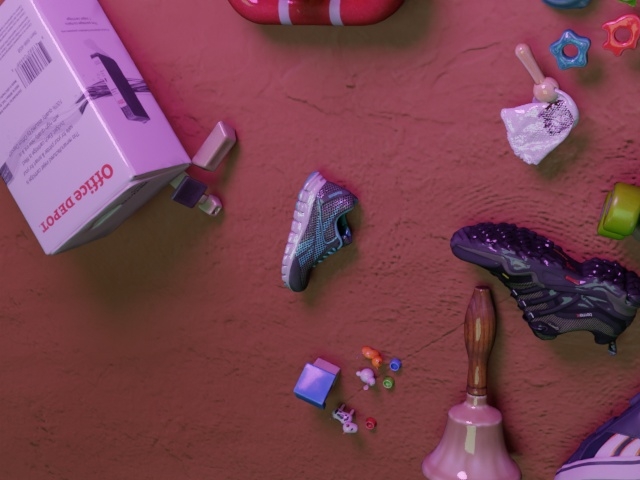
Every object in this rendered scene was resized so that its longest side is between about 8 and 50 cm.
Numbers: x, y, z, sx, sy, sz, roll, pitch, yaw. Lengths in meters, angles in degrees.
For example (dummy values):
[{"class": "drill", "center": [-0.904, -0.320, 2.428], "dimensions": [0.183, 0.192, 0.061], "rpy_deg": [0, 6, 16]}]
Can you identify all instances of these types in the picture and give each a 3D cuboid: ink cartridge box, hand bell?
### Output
[{"class": "ink cartridge box", "center": [-0.312, -0.148, 1.203], "dimensions": [0.197, 0.114, 0.272], "rpy_deg": [-35, 83, 34]}, {"class": "hand bell", "center": [0.194, 0.174, 1.202], "dimensions": [0.126, 0.126, 0.242], "rpy_deg": [7, 103, 20]}]

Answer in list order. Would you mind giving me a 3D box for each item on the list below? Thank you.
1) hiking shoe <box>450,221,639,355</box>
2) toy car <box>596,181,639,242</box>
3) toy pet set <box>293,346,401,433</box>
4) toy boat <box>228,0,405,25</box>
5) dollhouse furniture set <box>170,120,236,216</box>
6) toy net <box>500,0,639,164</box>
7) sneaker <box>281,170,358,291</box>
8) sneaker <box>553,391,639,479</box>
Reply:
[{"class": "hiking shoe", "center": [0.247, 0.060, 1.116], "dimensions": [0.227, 0.086, 0.114], "rpy_deg": [22, 117, 12]}, {"class": "toy car", "center": [0.386, -0.078, 0.992], "dimensions": [0.155, 0.149, 0.188], "rpy_deg": [16, 90, 12]}, {"class": "toy pet set", "center": [0.029, 0.199, 1.288], "dimensions": [0.114, 0.065, 0.122], "rpy_deg": [24, 120, 11]}, {"class": "toy boat", "center": [-0.018, -0.293, 1.024], "dimensions": [0.231, 0.151, 0.151], "rpy_deg": [5, 116, 21]}, {"class": "dollhouse furniture set", "center": [-0.151, -0.105, 1.248], "dimensions": [0.081, 0.091, 0.114], "rpy_deg": [42, 100, 34]}, {"class": "toy net", "center": [0.262, -0.187, 1.020], "dimensions": [0.122, 0.045, 0.232], "rpy_deg": [16, 120, 14]}, {"class": "sneaker", "center": [0.000, 0.000, 1.210], "dimensions": [0.076, 0.065, 0.166], "rpy_deg": [20, 122, 9]}, {"class": "sneaker", "center": [0.399, 0.237, 1.124], "dimensions": [0.126, 0.127, 0.321], "rpy_deg": [28, 150, -17]}]
